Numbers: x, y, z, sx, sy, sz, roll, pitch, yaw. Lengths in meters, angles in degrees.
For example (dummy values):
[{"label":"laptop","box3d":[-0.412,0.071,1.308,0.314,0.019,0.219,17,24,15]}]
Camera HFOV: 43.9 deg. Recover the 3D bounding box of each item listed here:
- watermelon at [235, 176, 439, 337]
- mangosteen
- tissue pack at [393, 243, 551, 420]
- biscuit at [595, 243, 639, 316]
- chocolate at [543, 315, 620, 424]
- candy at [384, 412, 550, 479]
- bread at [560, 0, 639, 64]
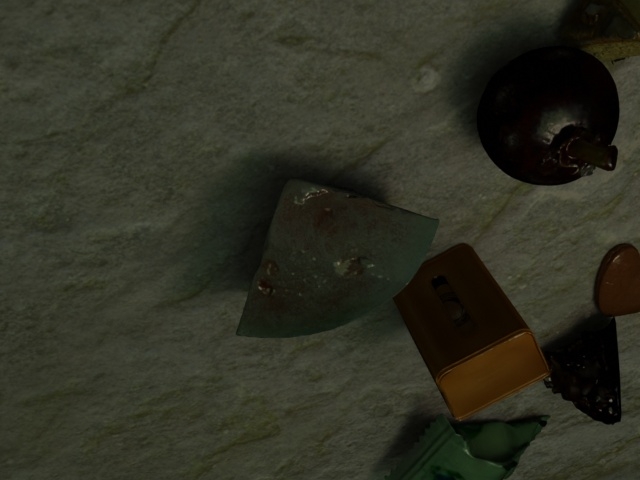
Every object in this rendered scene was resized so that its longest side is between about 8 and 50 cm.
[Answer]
[{"label":"watermelon","box3d":[0.000,0.000,1.332,0.387,0.228,0.258,-27,119,13]},{"label":"mangosteen","box3d":[0.382,-0.181,1.280,0.236,0.261,0.235,-10,127,-13]},{"label":"tissue pack","box3d":[0.264,0.162,1.478,0.194,0.274,0.145,-30,126,4]},{"label":"biscuit","box3d":[0.681,0.082,1.701,0.192,0.036,0.186,-10,125,-12]},{"label":"chocolate","box3d":[0.561,0.295,1.740,0.177,0.206,0.224,-5,113,22]},{"label":"candy","box3d":[0.364,0.503,1.847,0.398,0.172,0.263,5,135,-44]},{"label":"bread","box3d":[0.488,-0.332,1.284,0.147,0.152,0.127,7,123,-32]}]
